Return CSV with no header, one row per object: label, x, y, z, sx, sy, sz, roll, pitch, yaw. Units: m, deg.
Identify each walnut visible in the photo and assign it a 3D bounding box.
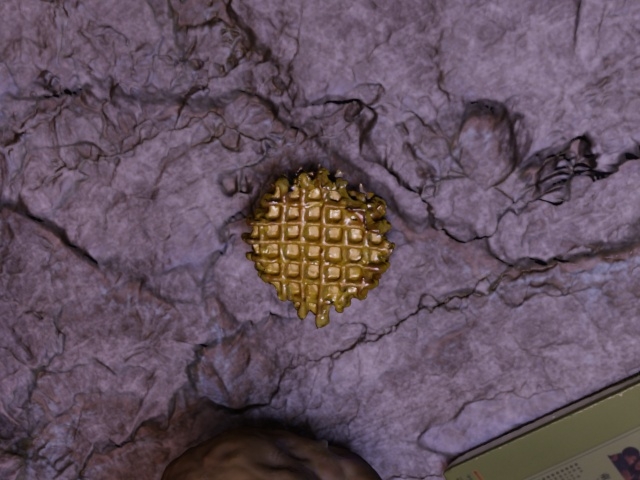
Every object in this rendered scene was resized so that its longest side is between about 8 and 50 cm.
walnut,-0.061,0.434,1.634,0.384,0.383,0.383,5,114,12

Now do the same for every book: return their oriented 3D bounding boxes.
book,0.372,0.328,1.664,0.352,0.035,0.239,-30,105,23

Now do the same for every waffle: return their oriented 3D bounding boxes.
waffle,0.000,0.000,1.603,0.193,0.070,0.197,36,114,-2
